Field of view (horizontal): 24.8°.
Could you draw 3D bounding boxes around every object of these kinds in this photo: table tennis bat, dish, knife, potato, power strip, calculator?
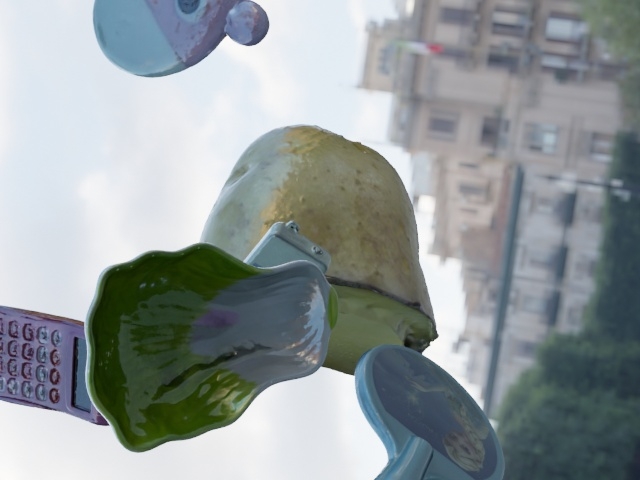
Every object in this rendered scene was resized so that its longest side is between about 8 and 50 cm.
[{"bbox_3d":[0.075,0.155,1.118,0.038,0.149,0.237,-45,1,25],"label":"table tennis bat"},{"bbox_3d":[-0.057,0.043,0.690,0.137,0.039,0.091,-10,-78,-35],"label":"dish"},{"bbox_3d":[-0.098,-0.305,0.954,0.038,0.132,0.399,17,-110,-69],"label":"knife"},{"bbox_3d":[0.000,0.000,1.513,0.242,0.285,0.242,-46,35,45],"label":"potato"},{"bbox_3d":[-0.030,0.026,0.844,0.090,0.040,0.016,-50,13,36],"label":"power strip"},{"bbox_3d":[-0.319,0.142,1.710,0.034,0.190,0.127,-52,-29,-63],"label":"calculator"}]
